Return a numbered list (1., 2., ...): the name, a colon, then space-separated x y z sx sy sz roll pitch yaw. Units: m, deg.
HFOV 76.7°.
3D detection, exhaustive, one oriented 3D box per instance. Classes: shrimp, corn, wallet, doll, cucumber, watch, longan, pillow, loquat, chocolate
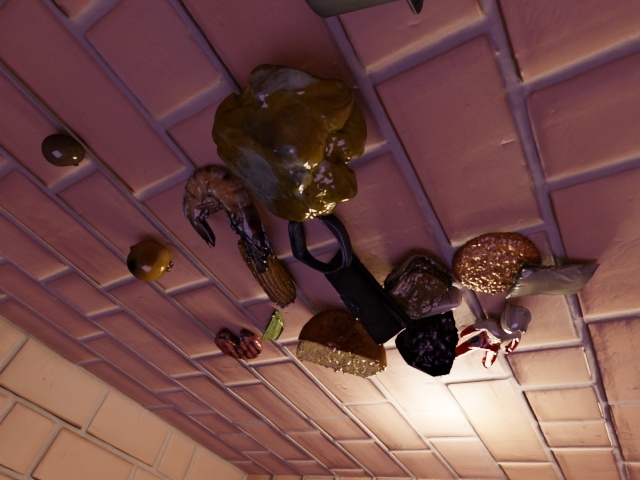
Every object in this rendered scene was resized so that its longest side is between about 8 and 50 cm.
1. shrimp: -0.284 -0.048 1.227 0.233 0.071 0.364 -17 109 22
2. corn: -0.174 0.109 1.375 0.115 0.115 0.317 -10 129 24
3. wallet: 0.134 0.176 1.284 0.318 0.045 0.172 51 135 14
4. doll: 0.594 0.332 1.395 0.189 0.099 0.384 15 141 -1
5. cucumber: -0.186 0.354 1.657 0.071 0.046 0.220 19 136 -7
6. watch: 0.000 0.000 1.226 0.193 0.068 0.206 7 123 21
7. longan: -0.753 -0.261 1.187 0.113 0.092 0.113 -7 144 -5
8. pillow: 0.666 0.116 1.166 0.230 0.050 0.148 0 142 -3
9. loquat: -0.608 0.073 1.437 0.163 0.137 0.163 0 119 -1
10. chocolate: 0.373 0.299 1.353 0.206 0.224 0.177 22 123 16

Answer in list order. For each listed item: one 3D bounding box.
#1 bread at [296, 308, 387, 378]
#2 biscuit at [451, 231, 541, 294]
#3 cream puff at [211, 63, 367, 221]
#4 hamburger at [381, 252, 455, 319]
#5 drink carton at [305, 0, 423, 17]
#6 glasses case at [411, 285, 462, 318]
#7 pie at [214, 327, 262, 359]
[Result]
1. bread: 0.082 0.373 1.509 0.340 0.179 0.194 17 137 -5
2. biscuit: 0.520 0.076 1.202 0.254 0.035 0.254 8 135 8
3. cream puff: -0.047 -0.231 0.927 0.378 0.275 0.378 33 155 18
4. hamburger: 0.298 0.134 1.276 0.183 0.130 0.206 33 115 -18
5. drink carton: 0.070 -0.475 0.692 0.190 0.191 0.185 -3 95 27
6. glasses case: 0.368 0.206 1.337 0.204 0.081 0.051 -24 127 31
7. pie: -0.362 0.462 1.803 0.219 0.054 0.204 6 134 7
